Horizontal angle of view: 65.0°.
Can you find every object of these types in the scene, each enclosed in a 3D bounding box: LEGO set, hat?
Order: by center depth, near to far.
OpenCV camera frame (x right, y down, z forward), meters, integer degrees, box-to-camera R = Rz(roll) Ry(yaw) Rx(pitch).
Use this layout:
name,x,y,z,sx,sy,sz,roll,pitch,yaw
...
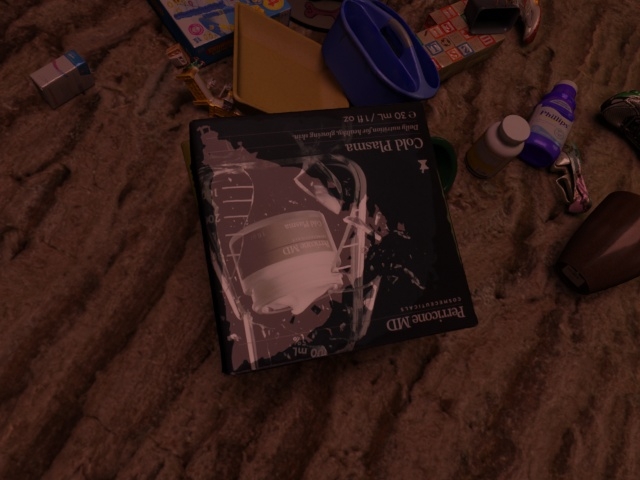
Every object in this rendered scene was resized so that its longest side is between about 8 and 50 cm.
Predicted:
name,x,y,z,sx,sy,sz,roll,pitch,yaw
LEGO set,-0.253,-0.391,1.258,0.287,0.132,0.107,32,60,-22
hat,0.237,-0.217,1.344,0.173,0.183,0.208,-33,122,-9

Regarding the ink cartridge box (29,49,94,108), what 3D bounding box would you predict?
name,x,y,z,sx,sy,sz,roll,pitch,yaw
ink cartridge box,-0.620,-0.387,1.209,0.052,0.088,0.122,43,68,6

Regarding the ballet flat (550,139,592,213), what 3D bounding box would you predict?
name,x,y,z,sx,sy,sz,roll,pitch,yaw
ballet flat,0.685,-0.179,1.393,0.079,0.077,0.221,-5,74,-5

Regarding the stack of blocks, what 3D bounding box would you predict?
name,x,y,z,sx,sy,sz,roll,pitch,yaw
stack of blocks,0.366,-0.576,1.467,0.297,0.087,0.171,-30,78,-19

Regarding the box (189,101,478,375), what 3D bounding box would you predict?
name,x,y,z,sx,sy,sz,roll,pitch,yaw
box,0.000,0.000,1.054,0.480,0.297,0.471,-9,80,-14

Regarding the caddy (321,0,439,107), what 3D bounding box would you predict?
name,x,y,z,sx,sy,sz,roll,pitch,yaw
caddy,0.164,-0.482,1.309,0.241,0.179,0.341,-23,77,-40

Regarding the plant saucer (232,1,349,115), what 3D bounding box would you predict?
name,x,y,z,sx,sy,sz,roll,pitch,yaw
plant saucer,-0.083,-0.390,1.252,0.333,0.081,0.332,17,55,-32

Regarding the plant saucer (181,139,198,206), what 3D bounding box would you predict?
name,x,y,z,sx,sy,sz,roll,pitch,yaw
plant saucer,-0.231,-0.188,1.233,0.189,0.045,0.188,-14,73,-15

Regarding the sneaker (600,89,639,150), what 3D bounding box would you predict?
name,x,y,z,sx,sy,sz,roll,pitch,yaw
sneaker,0.973,-0.311,1.460,0.344,0.134,0.146,31,68,1

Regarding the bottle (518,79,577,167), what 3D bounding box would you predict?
name,x,y,z,sx,sy,sz,roll,pitch,yaw
bottle,0.657,-0.341,1.433,0.118,0.092,0.282,31,67,5

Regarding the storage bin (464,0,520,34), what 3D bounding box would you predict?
name,x,y,z,sx,sy,sz,roll,pitch,yaw
storage bin,0.480,-0.656,1.425,0.135,0.098,0.091,-9,61,-14

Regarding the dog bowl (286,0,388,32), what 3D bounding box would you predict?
name,x,y,z,sx,sy,sz,roll,pitch,yaw
dog bowl,0.027,-0.818,1.459,0.408,0.150,0.407,4,69,-10

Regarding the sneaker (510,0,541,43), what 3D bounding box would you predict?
name,x,y,z,sx,sy,sz,roll,pitch,yaw
sneaker,0.638,-0.715,1.584,0.093,0.088,0.225,0,69,11

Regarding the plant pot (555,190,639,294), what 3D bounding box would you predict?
name,x,y,z,sx,sy,sz,roll,pitch,yaw
plant pot,0.721,0.027,1.265,0.230,0.215,0.215,-35,79,-6

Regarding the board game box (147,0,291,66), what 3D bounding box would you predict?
name,x,y,z,sx,sy,sz,roll,pitch,yaw
board game box,-0.289,-0.662,1.375,0.302,0.086,0.308,-32,79,-19

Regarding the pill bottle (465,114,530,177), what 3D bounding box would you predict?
name,x,y,z,sx,sy,sz,roll,pitch,yaw
pill bottle,0.463,-0.245,1.311,0.103,0.184,0.103,4,70,-10
